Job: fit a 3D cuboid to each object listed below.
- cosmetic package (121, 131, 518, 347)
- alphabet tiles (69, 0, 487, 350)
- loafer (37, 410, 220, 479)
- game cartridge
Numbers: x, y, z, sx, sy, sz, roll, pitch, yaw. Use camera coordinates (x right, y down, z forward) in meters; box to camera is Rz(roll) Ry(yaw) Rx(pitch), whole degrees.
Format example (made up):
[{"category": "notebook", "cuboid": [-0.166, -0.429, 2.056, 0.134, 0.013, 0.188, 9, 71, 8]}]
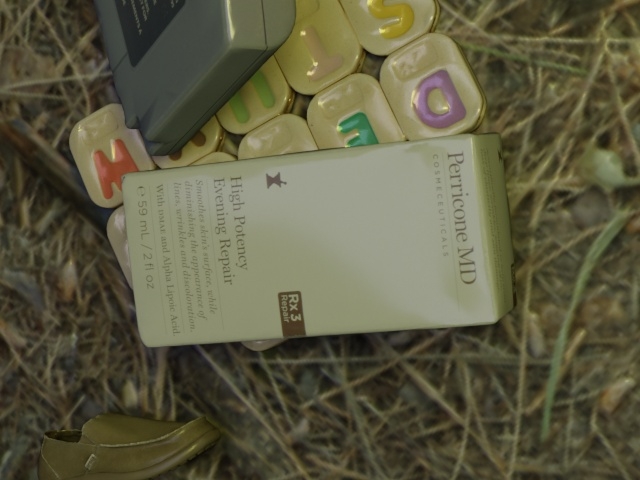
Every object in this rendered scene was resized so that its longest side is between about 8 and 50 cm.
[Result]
[{"category": "cosmetic package", "cuboid": [0.000, 0.000, 0.813, 0.231, 0.085, 0.117, -7, 93, 19]}, {"category": "alphabet tiles", "cuboid": [-0.037, -0.079, 0.881, 0.284, 0.021, 0.278, -27, 80, 18]}, {"category": "loafer", "cuboid": [-0.140, 0.143, 0.896, 0.148, 0.056, 0.050, -18, 89, 19]}, {"category": "game cartridge", "cuboid": [-0.101, -0.226, 0.823, 0.198, 0.062, 0.297, -32, 70, 53]}]
